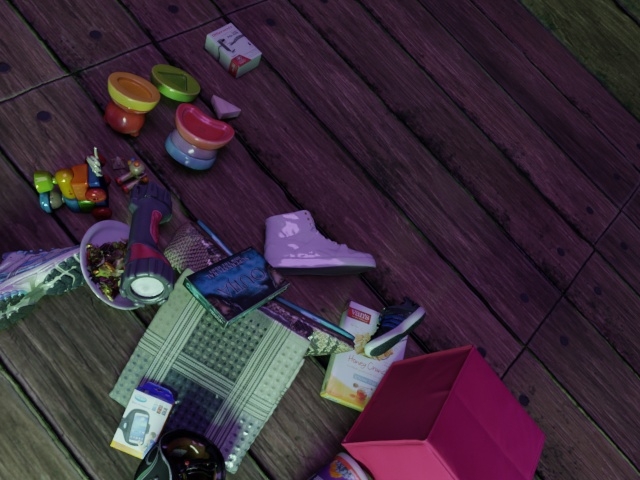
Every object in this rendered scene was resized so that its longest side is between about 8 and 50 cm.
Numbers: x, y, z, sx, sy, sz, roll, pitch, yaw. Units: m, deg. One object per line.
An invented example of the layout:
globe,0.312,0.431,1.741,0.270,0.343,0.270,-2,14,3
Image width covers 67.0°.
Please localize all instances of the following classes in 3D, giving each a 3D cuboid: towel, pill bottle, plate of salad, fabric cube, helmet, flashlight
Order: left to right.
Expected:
plate of salad,-0.417,0.048,1.029,0.200,0.048,0.199,46,34,-44
flashlight,-0.357,-0.002,1.031,0.103,0.103,0.304,-8,42,-5
helmet,-0.266,0.457,0.891,0.170,0.169,0.161,22,96,-10
towel,-0.219,0.258,0.993,0.312,0.056,0.324,31,89,1
pill bottle,0.002,0.536,0.985,0.194,0.108,0.108,-29,79,-29
fabric cube,0.255,0.415,1.007,0.258,0.254,0.259,52,50,-8

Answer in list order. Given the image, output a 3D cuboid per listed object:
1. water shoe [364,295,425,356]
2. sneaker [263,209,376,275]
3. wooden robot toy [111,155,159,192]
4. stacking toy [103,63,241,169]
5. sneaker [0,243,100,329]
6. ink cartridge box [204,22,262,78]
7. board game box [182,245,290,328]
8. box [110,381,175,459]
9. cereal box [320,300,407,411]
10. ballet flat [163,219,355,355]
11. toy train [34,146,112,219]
water shoe,0.166,0.208,1.176,0.203,0.072,0.080,-25,56,-34
sneaker,0.000,0.000,1.231,0.293,0.108,0.169,3,69,-18
wooden robot toy,-0.439,-0.154,1.153,0.173,0.079,0.076,47,60,5
stacking toy,-0.378,-0.316,1.265,0.309,0.130,0.279,32,34,-7
sneaker,-0.582,0.054,0.992,0.122,0.110,0.283,44,53,18
ink cartridge box,-0.256,-0.557,1.418,0.135,0.056,0.099,45,60,3
board game box,-0.165,0.088,0.978,0.126,0.026,0.186,42,39,15
box,-0.344,0.351,0.948,0.081,0.028,0.136,22,90,0
cereal box,0.113,0.287,1.175,0.173,0.047,0.240,23,61,-10
ballet flat,-0.159,0.153,1.094,0.483,0.164,0.182,36,81,4
toy train,-0.528,-0.131,1.016,0.144,0.248,0.105,-5,69,-17
